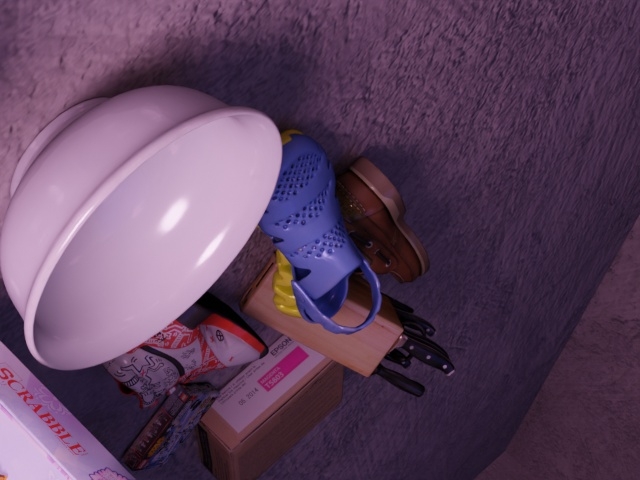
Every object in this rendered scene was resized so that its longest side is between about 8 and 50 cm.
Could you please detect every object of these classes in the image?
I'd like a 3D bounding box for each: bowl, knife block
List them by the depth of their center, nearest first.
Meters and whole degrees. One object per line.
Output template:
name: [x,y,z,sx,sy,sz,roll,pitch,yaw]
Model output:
bowl: [-0.185,-0.035,1.244,0.298,0.134,0.298,-41,159,-19]
knife block: [0.050,0.121,1.852,0.088,0.242,0.276,-55,159,15]

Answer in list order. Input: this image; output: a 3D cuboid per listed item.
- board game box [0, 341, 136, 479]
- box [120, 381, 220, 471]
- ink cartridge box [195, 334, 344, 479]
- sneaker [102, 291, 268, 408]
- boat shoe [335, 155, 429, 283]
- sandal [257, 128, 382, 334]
board game box: [-0.330,0.246,1.192,0.318,0.318,0.066,-55,159,20]
box: [-0.205,0.254,1.882,0.137,0.027,0.094,-52,161,10]
ink cartridge box: [-0.074,0.249,2.055,0.235,0.088,0.193,-39,157,-22]
sneaker: [-0.168,0.135,1.657,0.145,0.090,0.270,-48,156,2]
boat shoe: [0.063,-0.008,1.865,0.104,0.111,0.307,-43,150,-5]
sandal: [0.000,0.000,1.628,0.126,0.138,0.317,-40,140,-17]
